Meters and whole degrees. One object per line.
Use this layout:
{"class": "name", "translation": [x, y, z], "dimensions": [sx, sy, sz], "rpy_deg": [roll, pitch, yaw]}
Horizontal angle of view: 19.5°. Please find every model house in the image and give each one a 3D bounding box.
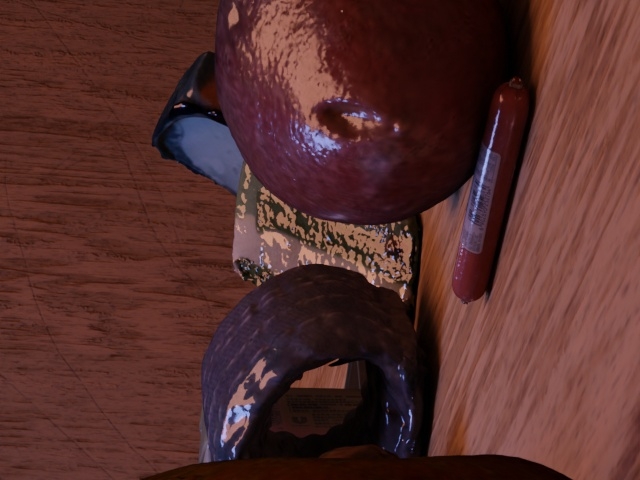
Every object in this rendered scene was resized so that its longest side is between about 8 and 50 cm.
{"class": "model house", "translation": [-0.027, -0.194, 2.141], "dimensions": [0.184, 0.253, 0.291], "rpy_deg": [-36, 32, 66]}

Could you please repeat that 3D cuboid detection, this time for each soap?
{"class": "soap", "translation": [-0.031, 0.257, 1.928], "dimensions": [0.138, 0.199, 0.182], "rpy_deg": [-108, 21, -69]}

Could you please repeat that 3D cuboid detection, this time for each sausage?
{"class": "sausage", "translation": [0.124, -0.032, 1.365], "dimensions": [0.029, 0.029, 0.223], "rpy_deg": [-92, 8, -46]}

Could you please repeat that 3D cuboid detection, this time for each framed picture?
{"class": "framed picture", "translation": [0.042, 0.213, 2.158], "dimensions": [0.203, 0.015, 0.150], "rpy_deg": [-95, 10, -59]}

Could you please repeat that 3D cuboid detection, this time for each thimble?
{"class": "thimble", "translation": [0.000, 0.153, 1.725], "dimensions": [0.236, 0.205, 0.172], "rpy_deg": [-56, 20, 15]}

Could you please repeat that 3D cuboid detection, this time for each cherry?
{"class": "cherry", "translation": [0.035, -0.136, 1.423], "dimensions": [0.307, 0.221, 0.261], "rpy_deg": [-128, 34, -64]}

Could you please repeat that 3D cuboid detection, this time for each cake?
{"class": "cake", "translation": [0.003, 0.002, 1.915], "dimensions": [0.283, 0.172, 0.158], "rpy_deg": [-107, 19, -69]}

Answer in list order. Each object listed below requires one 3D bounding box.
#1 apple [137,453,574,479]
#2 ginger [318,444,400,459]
{"class": "apple", "translation": [0.019, 0.275, 0.883], "dimensions": [0.384, 0.374, 0.374], "rpy_deg": [26, -116, -63]}
{"class": "ginger", "translation": [0.016, 0.304, 1.603], "dimensions": [0.321, 0.172, 0.165], "rpy_deg": [-58, 7, 34]}
